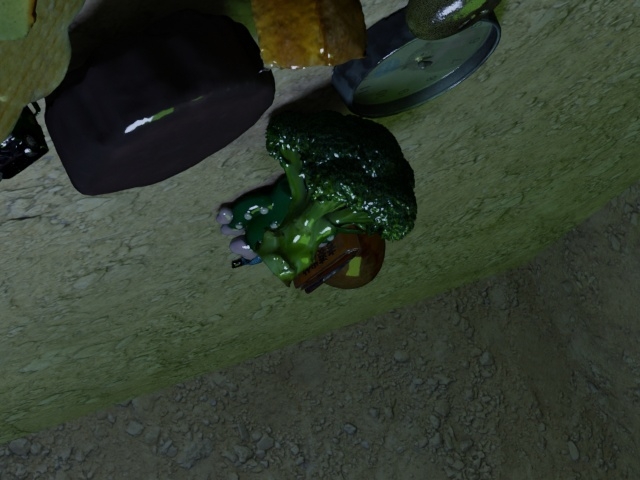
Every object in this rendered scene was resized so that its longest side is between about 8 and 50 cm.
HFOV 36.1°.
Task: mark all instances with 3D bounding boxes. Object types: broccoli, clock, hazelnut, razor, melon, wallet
[{"bbox_3d":[0.006,-0.076,1.586,0.297,0.297,0.297,-44,165,-3],"label":"broccoli"},{"bbox_3d":[0.152,-0.286,1.548,0.280,0.055,0.280,-23,165,-7],"label":"clock"},{"bbox_3d":[0.067,0.013,2.188,0.210,0.186,0.210,-18,146,-13],"label":"hazelnut"},{"bbox_3d":[-0.126,0.009,2.147,0.081,0.042,0.253,-16,162,-25],"label":"razor"},{"bbox_3d":[0.186,-0.337,1.349,0.162,0.099,0.099,-34,162,28],"label":"melon"},{"bbox_3d":[-0.002,0.000,2.075,0.042,0.161,0.195,9,145,-43],"label":"wallet"}]

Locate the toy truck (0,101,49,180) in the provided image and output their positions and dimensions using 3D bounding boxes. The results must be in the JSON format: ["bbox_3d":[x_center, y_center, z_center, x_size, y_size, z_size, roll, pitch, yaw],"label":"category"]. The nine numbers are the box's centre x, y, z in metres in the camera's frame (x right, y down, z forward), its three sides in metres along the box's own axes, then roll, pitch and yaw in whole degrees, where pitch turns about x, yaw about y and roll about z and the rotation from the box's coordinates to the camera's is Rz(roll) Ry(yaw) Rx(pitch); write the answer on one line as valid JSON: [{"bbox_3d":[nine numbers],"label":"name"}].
[{"bbox_3d":[-0.408,-0.141,1.048,0.088,0.121,0.259,-30,164,16],"label":"toy truck"}]

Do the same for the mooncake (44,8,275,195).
[{"bbox_3d":[-0.197,-0.171,1.183,0.283,0.141,0.283,-29,176,-2],"label":"mooncake"}]

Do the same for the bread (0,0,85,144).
[{"bbox_3d":[-0.314,-0.193,0.931,0.287,0.056,0.207,-57,162,-2],"label":"bread"}]

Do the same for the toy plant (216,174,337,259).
[{"bbox_3d":[-0.077,-0.034,1.932,0.232,0.113,0.243,-14,149,2],"label":"toy plant"}]

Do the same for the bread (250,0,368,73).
[{"bbox_3d":[-0.020,-0.283,1.130,0.129,0.134,0.260,-10,-158,2],"label":"bread"}]

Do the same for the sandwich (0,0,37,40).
[{"bbox_3d":[-0.269,-0.265,0.739,0.117,0.187,0.144,-13,167,-39],"label":"sandwich"}]
